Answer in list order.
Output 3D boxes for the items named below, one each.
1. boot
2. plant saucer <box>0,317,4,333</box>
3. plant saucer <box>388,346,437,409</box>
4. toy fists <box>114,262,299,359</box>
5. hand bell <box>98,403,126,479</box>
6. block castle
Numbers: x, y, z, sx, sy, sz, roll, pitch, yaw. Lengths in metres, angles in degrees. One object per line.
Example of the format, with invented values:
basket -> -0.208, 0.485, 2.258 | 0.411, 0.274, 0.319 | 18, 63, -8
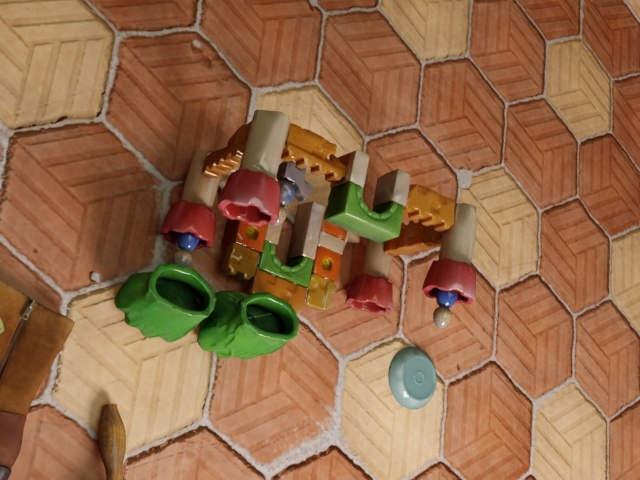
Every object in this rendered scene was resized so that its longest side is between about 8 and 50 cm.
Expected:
boot -> -0.470, 0.160, 1.002 | 0.264, 0.096, 0.280 | 30, 54, -26
plant saucer -> -0.495, 0.074, 0.927 | 0.188, 0.045, 0.188 | -43, 118, -52
plant saucer -> 0.183, 0.262, 1.506 | 0.119, 0.021, 0.119 | 8, 76, -34
toy fists -> -0.176, 0.113, 1.216 | 0.279, 0.142, 0.096 | 20, 53, -31
hand bell -> -0.292, 0.354, 1.123 | 0.126, 0.126, 0.241 | 3, 67, -34
block castle -> 0.000, 0.000, 1.260 | 0.453, 0.303, 0.212 | 22, 70, -29
